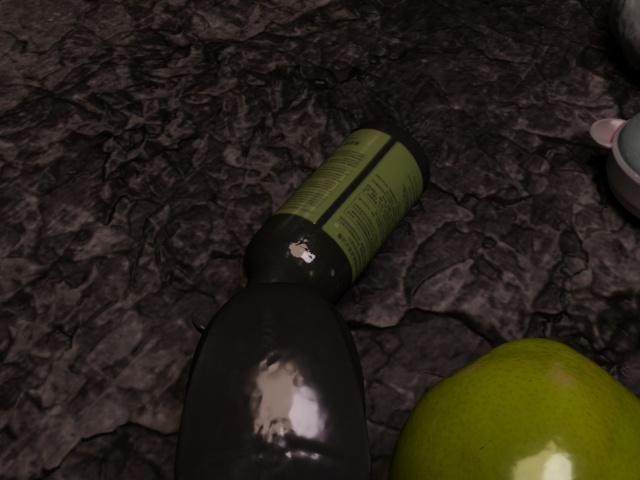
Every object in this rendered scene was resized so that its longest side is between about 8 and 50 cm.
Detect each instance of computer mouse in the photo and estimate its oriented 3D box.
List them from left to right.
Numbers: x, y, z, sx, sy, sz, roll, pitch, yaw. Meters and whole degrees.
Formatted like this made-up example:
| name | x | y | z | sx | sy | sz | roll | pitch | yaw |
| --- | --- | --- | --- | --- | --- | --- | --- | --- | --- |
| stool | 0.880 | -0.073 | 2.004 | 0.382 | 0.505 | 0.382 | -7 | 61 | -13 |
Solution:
| name | x | y | z | sx | sy | sz | roll | pitch | yaw |
| --- | --- | --- | --- | --- | --- | --- | --- | --- | --- |
| computer mouse | -0.032 | 0.148 | 0.465 | 0.137 | 0.086 | 0.270 | -2 | 68 | 0 |

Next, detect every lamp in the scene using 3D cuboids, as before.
| name | x | y | z | sx | sy | sz | roll | pitch | yaw |
| --- | --- | --- | --- | --- | --- | --- | --- | --- | --- |
| lamp | 0.409 | -0.069 | 0.689 | 0.179 | 0.108 | 0.246 | -17 | 51 | -9 |

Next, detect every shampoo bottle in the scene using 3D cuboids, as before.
| name | x | y | z | sx | sy | sz | roll | pitch | yaw |
| --- | --- | --- | --- | --- | --- | --- | --- | --- | --- |
| shampoo bottle | 0.000 | 0.000 | 0.633 | 0.101 | 0.101 | 0.284 | 26 | 54 | 21 |

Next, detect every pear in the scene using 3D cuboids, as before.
| name | x | y | z | sx | sy | sz | roll | pitch | yaw |
| --- | --- | --- | --- | --- | --- | --- | --- | --- | --- |
| pear | 0.144 | 0.159 | 0.446 | 0.187 | 0.188 | 0.219 | 26 | 41 | 21 |

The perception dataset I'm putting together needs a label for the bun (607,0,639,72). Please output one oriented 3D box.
| name | x | y | z | sx | sy | sz | roll | pitch | yaw |
| --- | --- | --- | --- | --- | --- | --- | --- | --- | --- |
| bun | 0.555 | -0.314 | 0.848 | 0.354 | 0.194 | 0.355 | -2 | 47 | 2 |
